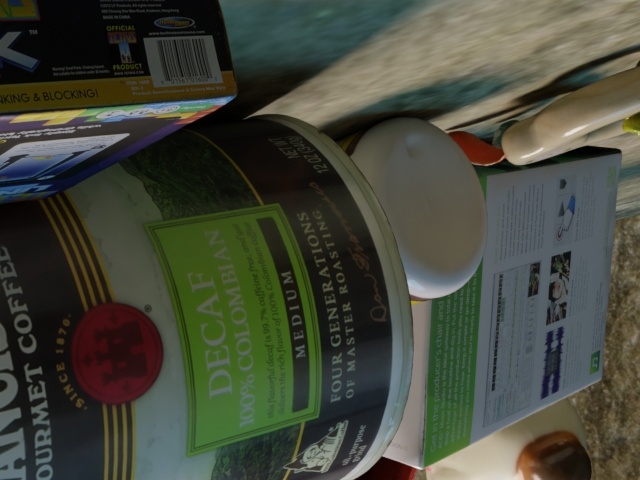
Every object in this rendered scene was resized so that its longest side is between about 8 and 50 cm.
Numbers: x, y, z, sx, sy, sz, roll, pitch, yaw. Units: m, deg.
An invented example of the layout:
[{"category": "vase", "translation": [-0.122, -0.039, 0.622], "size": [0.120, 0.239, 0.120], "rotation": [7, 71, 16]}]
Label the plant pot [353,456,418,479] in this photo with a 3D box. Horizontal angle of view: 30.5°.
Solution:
[{"category": "plant pot", "translation": [-0.035, 0.134, 1.170], "size": [0.267, 0.267, 0.236], "rotation": [17, -166, -4]}]

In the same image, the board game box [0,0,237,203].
[{"category": "board game box", "translation": [-0.135, -0.040, 0.360], "size": [0.170, 0.048, 0.141], "rotation": [-10, 176, -40]}]

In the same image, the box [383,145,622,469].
[{"category": "box", "translation": [0.162, 0.043, 1.023], "size": [0.058, 0.232, 0.322], "rotation": [11, -166, 37]}]

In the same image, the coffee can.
[{"category": "coffee can", "translation": [-0.125, 0.052, 0.540], "size": [0.275, 0.201, 0.201], "rotation": [-11, 175, -37]}]

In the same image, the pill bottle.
[{"category": "pill bottle", "translation": [0.000, 0.000, 0.797], "size": [0.117, 0.117, 0.215], "rotation": [-9, 174, -44]}]

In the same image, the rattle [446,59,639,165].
[{"category": "rattle", "translation": [0.190, -0.042, 0.787], "size": [0.200, 0.142, 0.130], "rotation": [-24, -171, 34]}]

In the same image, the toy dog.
[{"category": "toy dog", "translation": [0.207, 0.160, 1.529], "size": [0.395, 0.408, 0.284], "rotation": [-12, 175, -22]}]
